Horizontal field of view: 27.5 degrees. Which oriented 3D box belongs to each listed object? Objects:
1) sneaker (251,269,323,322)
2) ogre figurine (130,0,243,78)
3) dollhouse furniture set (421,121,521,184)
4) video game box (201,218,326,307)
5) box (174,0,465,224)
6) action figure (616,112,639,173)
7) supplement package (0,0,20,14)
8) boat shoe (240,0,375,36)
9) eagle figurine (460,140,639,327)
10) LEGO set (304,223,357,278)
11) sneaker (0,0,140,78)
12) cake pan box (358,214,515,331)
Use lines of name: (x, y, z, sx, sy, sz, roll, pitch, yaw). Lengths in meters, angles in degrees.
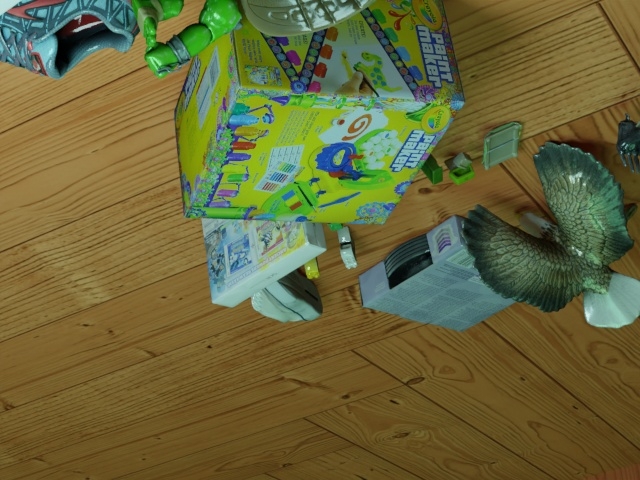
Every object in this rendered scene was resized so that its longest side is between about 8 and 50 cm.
sneaker: (-0.077, 0.086, 2.166, 0.091, 0.094, 0.258, -20, 151, 12)
ogre figurine: (-0.151, -0.288, 1.419, 0.118, 0.197, 0.097, -18, -177, -18)
dollhouse furniture set: (0.217, -0.136, 1.912, 0.151, 0.058, 0.076, -25, 146, -11)
video game box: (-0.086, -0.030, 1.852, 0.048, 0.187, 0.205, 19, 142, -40)
box: (-0.013, -0.166, 1.629, 0.279, 0.177, 0.290, 2, 150, -19)
action figure: (0.504, -0.198, 1.753, 0.164, 0.141, 0.276, -15, 155, -19)
supplement package: (-0.359, -0.324, 1.239, 0.293, 0.175, 0.177, -25, 146, 29)
boat shoe: (0.051, -0.320, 1.428, 0.302, 0.109, 0.098, -29, -171, 21)
eagle figurine: (0.376, 0.002, 2.047, 0.225, 0.226, 0.298, 1, 164, 28)
LEGO set: (0.000, 0.000, 2.029, 0.087, 0.093, 0.227, -12, 152, 7)
sneaker: (-0.323, -0.238, 1.461, 0.262, 0.125, 0.104, -13, 151, 8)
cake pan box: (0.233, 0.063, 2.242, 0.267, 0.070, 0.246, 15, 142, -37)
